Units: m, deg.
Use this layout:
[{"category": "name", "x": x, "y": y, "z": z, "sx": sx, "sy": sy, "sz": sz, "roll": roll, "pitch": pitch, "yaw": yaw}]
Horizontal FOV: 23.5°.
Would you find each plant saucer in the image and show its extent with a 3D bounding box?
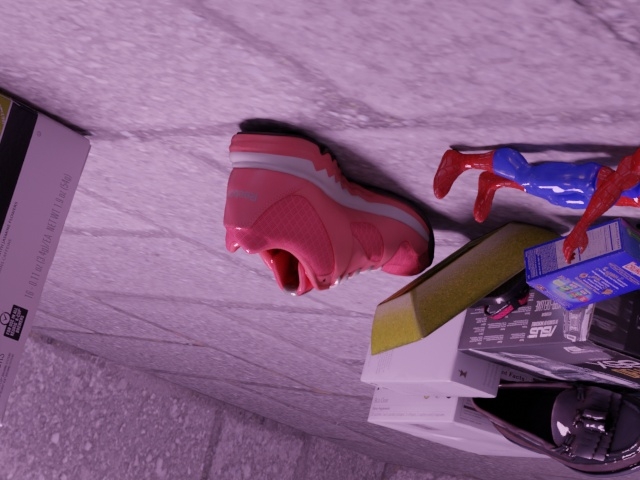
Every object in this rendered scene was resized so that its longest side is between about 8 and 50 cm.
[{"category": "plant saucer", "x": 0.139, "y": 0.043, "z": 1.601, "sx": 0.045, "sy": 0.188, "sz": 0.188, "roll": 57, "pitch": 163, "yaw": 0}]

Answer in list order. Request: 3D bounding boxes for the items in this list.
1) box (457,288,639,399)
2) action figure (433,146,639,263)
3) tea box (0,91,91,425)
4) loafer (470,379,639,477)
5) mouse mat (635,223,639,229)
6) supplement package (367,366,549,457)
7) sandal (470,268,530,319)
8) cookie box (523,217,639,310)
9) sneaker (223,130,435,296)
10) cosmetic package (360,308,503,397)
[{"category": "box", "x": 0.343, "y": 0.126, "z": 1.843, "sx": 0.242, "sy": 0.076, "sz": 0.307, "roll": 19, "pitch": 167, "yaw": -20}, {"category": "action figure", "x": 0.217, "y": -0.012, "z": 1.284, "sx": 0.091, "sy": 0.139, "sz": 0.280, "roll": 24, "pitch": 162, "yaw": -40}, {"category": "tea box", "x": -0.462, "y": -0.014, "z": 1.590, "sx": 0.220, "sy": 0.329, "sz": 0.324, "roll": 3, "pitch": 163, "yaw": 45}, {"category": "loafer", "x": 0.302, "y": 0.228, "z": 1.934, "sx": 0.095, "sy": 0.109, "sz": 0.302, "roll": 26, "pitch": 167, "yaw": -28}, {"category": "mouse mat", "x": 0.406, "y": 0.018, "z": 1.472, "sx": 0.153, "sy": 0.007, "sz": 0.190, "roll": 4, "pitch": 162, "yaw": 40}, {"category": "supplement package", "x": 0.225, "y": 0.218, "z": 2.217, "sx": 0.204, "sy": 0.145, "sz": 0.262, "roll": 19, "pitch": 166, "yaw": -21}, {"category": "sandal", "x": 0.196, "y": 0.059, "z": 1.654, "sx": 0.040, "sy": 0.067, "sz": 0.179, "roll": 55, "pitch": 172, "yaw": 0}, {"category": "cookie box", "x": 0.267, "y": 0.024, "z": 1.500, "sx": 0.107, "sy": 0.040, "sz": 0.092, "roll": -20, "pitch": 149, "yaw": 30}, {"category": "sneaker", "x": -0.001, "y": 0.000, "z": 1.560, "sx": 0.116, "sy": 0.136, "sz": 0.314, "roll": 6, "pitch": 165, "yaw": 39}, {"category": "cosmetic package", "x": 0.154, "y": 0.145, "z": 2.059, "sx": 0.086, "sy": 0.117, "sz": 0.231, "roll": 21, "pitch": 167, "yaw": -27}]
